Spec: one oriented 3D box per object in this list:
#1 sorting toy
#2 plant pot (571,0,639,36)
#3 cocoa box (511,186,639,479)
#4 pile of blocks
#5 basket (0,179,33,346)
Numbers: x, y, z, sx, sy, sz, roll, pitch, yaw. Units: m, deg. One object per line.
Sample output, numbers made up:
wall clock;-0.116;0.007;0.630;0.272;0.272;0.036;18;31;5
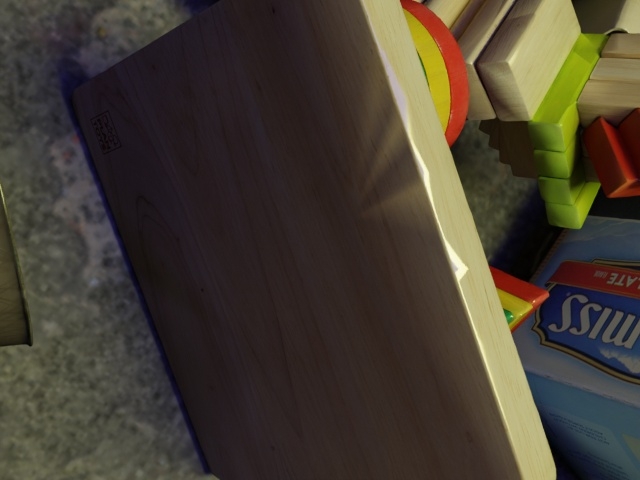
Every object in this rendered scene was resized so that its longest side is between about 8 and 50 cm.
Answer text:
sorting toy;0.000;0.000;0.515;0.089;0.255;0.257;-24;97;-39
plant pot;0.229;-0.142;0.703;0.109;0.109;0.096;32;64;-20
cocoa box;0.322;0.088;0.576;0.228;0.347;0.231;-51;121;-17
pile of blocks;0.082;-0.089;0.570;0.362;0.149;0.113;26;58;14
basket;-0.273;-0.021;0.444;0.226;0.154;0.204;-13;92;-21
